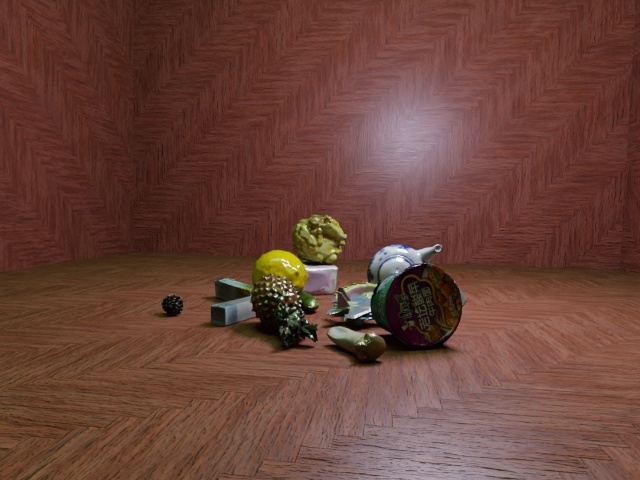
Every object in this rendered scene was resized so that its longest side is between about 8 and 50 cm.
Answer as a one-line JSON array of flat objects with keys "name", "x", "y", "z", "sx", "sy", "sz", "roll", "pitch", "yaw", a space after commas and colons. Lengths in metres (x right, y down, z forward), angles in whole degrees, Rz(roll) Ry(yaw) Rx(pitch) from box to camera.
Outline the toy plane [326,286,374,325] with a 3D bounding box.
[{"name": "toy plane", "x": 0.188, "y": 0.241, "z": 1.614, "sx": 0.327, "sy": 0.104, "sz": 0.223, "roll": 9, "pitch": 16, "yaw": 4}]

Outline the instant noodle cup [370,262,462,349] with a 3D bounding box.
[{"name": "instant noodle cup", "x": 0.276, "y": 0.197, "z": 1.423, "sx": 0.252, "sy": 0.250, "sz": 0.190, "roll": 0, "pitch": -5, "yaw": -16}]

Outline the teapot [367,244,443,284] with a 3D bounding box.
[{"name": "teapot", "x": 0.313, "y": 0.143, "z": 1.891, "sx": 0.424, "sy": 0.252, "sz": 0.280, "roll": -35, "pitch": -8, "yaw": 8}]

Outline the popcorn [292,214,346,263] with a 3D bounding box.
[{"name": "popcorn", "x": -0.001, "y": -0.009, "z": 2.268, "sx": 0.293, "sy": 0.236, "sz": 0.293, "roll": -1, "pitch": 5, "yaw": 0}]

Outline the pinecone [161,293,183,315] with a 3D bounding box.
[{"name": "pinecone", "x": -0.538, "y": 0.237, "z": 1.694, "sx": 0.077, "sy": 0.077, "sz": 0.083, "roll": -2, "pitch": 10, "yaw": -42}]

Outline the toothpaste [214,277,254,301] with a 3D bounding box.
[{"name": "toothpaste", "x": -0.349, "y": 0.220, "z": 1.936, "sx": 0.071, "sy": 0.089, "sz": 0.313, "roll": -11, "pitch": 11, "yaw": -38}]

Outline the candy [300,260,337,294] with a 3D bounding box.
[{"name": "candy", "x": -0.059, "y": 0.176, "z": 2.306, "sx": 0.208, "sy": 0.144, "sz": 0.359, "roll": 2, "pitch": 4, "yaw": -15}]

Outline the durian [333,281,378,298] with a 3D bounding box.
[{"name": "durian", "x": 0.154, "y": 0.232, "z": 1.774, "sx": 0.221, "sy": 0.095, "sz": 0.137, "roll": -3, "pitch": 29, "yaw": 1}]

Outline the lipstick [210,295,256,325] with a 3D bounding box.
[{"name": "lipstick", "x": -0.268, "y": 0.245, "z": 1.686, "sx": 0.066, "sy": 0.068, "sz": 0.317, "roll": 2, "pitch": 4, "yaw": 29}]

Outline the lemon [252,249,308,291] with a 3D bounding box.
[{"name": "lemon", "x": -0.174, "y": 0.154, "z": 1.965, "sx": 0.234, "sy": 0.233, "sz": 0.288, "roll": 2, "pitch": -6, "yaw": 9}]

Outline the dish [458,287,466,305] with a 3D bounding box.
[{"name": "dish", "x": 0.556, "y": 0.245, "z": 2.038, "sx": 0.154, "sy": 0.064, "sz": 0.234, "roll": 3, "pitch": 5, "yaw": 23}]

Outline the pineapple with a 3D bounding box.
[{"name": "pineapple", "x": -0.124, "y": 0.230, "z": 1.460, "sx": 0.175, "sy": 0.174, "sz": 0.361, "roll": 0, "pitch": 19, "yaw": -16}]

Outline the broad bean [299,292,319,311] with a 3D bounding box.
[{"name": "broad bean", "x": -0.045, "y": 0.245, "z": 1.899, "sx": 0.098, "sy": 0.055, "sz": 0.318, "roll": 1, "pitch": 1, "yaw": 3}]

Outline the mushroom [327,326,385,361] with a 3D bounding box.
[{"name": "mushroom", "x": 0.090, "y": 0.281, "z": 1.282, "sx": 0.084, "sy": 0.071, "sz": 0.209, "roll": -36, "pitch": 18, "yaw": -25}]
